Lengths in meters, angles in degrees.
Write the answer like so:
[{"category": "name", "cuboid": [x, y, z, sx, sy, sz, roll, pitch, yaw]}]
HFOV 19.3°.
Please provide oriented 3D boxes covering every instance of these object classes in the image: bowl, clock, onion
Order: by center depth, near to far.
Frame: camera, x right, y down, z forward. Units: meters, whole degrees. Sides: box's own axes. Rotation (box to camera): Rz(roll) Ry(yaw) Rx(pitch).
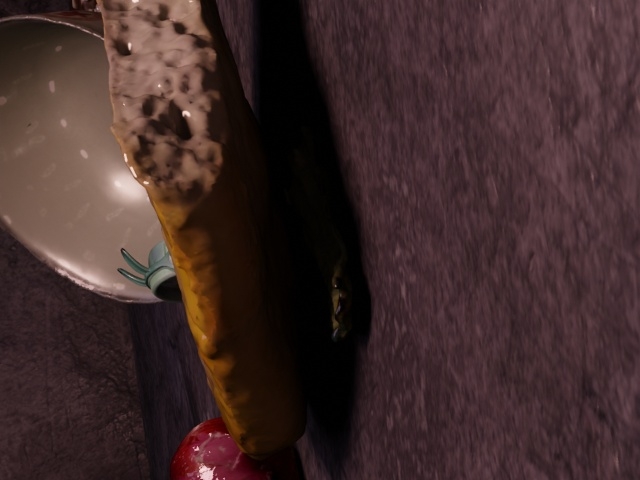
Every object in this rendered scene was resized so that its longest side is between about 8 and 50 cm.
[{"category": "onion", "cuboid": [-0.077, 0.220, 1.687, 0.131, 0.131, 0.131, 174, 90, -80]}, {"category": "clock", "cuboid": [-0.120, 0.024, 1.761, 0.101, 0.135, 0.041, 112, 151, -66]}, {"category": "bowl", "cuboid": [-0.197, -0.114, 1.896, 0.157, 0.337, 0.337, -50, -26, -42]}]

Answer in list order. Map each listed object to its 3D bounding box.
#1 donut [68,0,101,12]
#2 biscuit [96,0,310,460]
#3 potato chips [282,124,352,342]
[{"category": "donut", "cuboid": [-0.213, -0.176, 2.165, 0.259, 0.136, 0.345, 135, 127, -74]}, {"category": "biscuit", "cuboid": [-0.083, -0.043, 1.499, 0.429, 0.104, 0.446, -108, 1, -53]}, {"category": "potato chips", "cuboid": [-0.001, 0.000, 1.392, 0.207, 0.028, 0.092, -108, 15, -52]}]
